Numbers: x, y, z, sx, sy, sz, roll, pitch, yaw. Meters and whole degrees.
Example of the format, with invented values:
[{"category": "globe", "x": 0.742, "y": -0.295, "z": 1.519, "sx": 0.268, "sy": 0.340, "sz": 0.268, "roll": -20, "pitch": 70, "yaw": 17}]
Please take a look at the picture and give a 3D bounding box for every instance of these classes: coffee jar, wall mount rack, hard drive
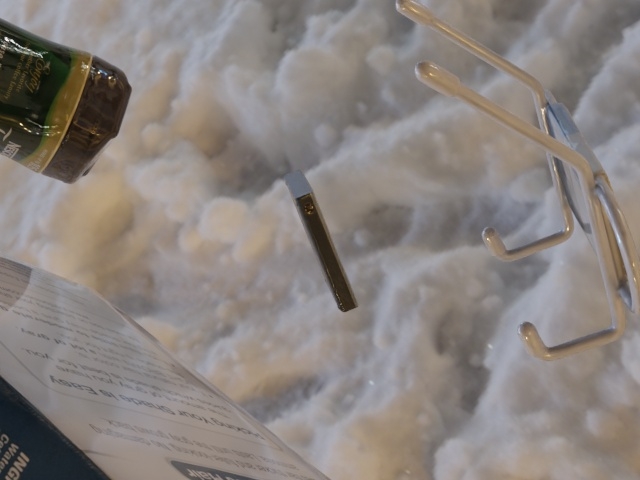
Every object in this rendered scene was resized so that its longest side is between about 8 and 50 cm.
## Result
[{"category": "coffee jar", "x": -0.222, "y": -0.105, "z": 0.745, "sx": 0.096, "sy": 0.184, "sz": 0.079, "roll": -34, "pitch": 38, "yaw": 58}, {"category": "wall mount rack", "x": 0.179, "y": -0.072, "z": 1.019, "sx": 0.130, "sy": 0.304, "sz": 0.350, "roll": -18, "pitch": 25, "yaw": 7}, {"category": "hard drive", "x": 0.000, "y": 0.000, "z": 1.179, "sx": 0.022, "sy": 0.135, "sz": 0.094, "roll": -22, "pitch": 20, "yaw": -2}]

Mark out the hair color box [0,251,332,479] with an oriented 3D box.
[{"category": "hair color box", "x": -0.062, "y": 0.114, "z": 0.381, "sx": 0.347, "sy": 0.174, "sz": 0.105, "roll": 31, "pitch": 91, "yaw": 37}]
